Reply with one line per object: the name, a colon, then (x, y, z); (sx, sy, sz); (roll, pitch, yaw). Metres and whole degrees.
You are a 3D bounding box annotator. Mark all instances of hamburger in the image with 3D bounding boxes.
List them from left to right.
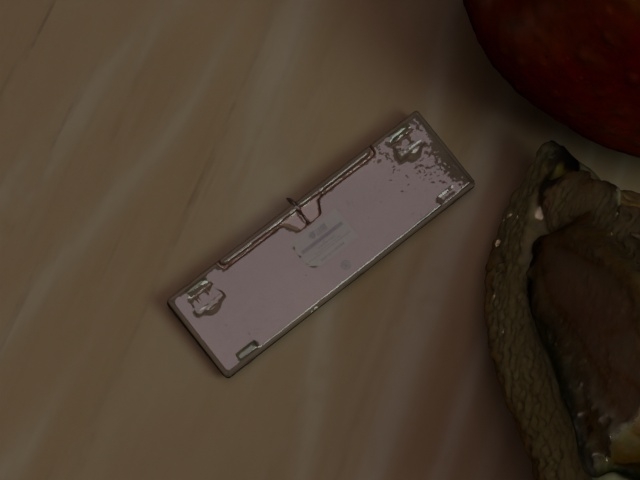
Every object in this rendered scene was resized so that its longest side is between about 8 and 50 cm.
hamburger: (0.158, 0.053, 0.738); (0.155, 0.207, 0.135); (21, 105, -28)

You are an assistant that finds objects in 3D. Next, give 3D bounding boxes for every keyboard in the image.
keyboard: (0.000, 0.000, 0.802); (0.166, 0.017, 0.055); (-38, 85, -11)

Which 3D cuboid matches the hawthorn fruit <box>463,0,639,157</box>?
hawthorn fruit: (0.164, -0.153, 0.722); (0.300, 0.254, 0.254); (3, 75, -18)
